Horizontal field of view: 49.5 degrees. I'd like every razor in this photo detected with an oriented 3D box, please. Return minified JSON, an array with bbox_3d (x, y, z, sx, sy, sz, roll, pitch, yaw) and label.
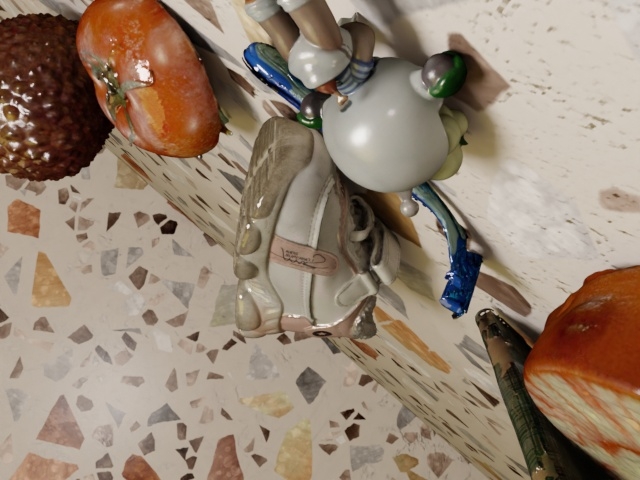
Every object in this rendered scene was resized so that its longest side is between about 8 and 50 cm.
[{"bbox_3d":[0.052,-0.073,0.663,0.324,0.093,0.056,47,128,-9],"label":"razor"}]

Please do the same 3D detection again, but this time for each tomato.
[{"bbox_3d":[-0.226,-0.199,0.867,0.237,0.095,0.236,45,156,26],"label":"tomato"}]

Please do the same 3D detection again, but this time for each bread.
[{"bbox_3d":[0.306,0.154,0.497,0.328,0.114,0.295,40,170,15],"label":"bread"}]

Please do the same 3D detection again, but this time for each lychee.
[{"bbox_3d":[-0.460,-0.234,1.139,0.304,0.275,0.275,3,167,-2],"label":"lychee"}]

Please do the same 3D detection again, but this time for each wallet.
[{"bbox_3d":[0.243,0.198,0.701,0.169,0.044,0.317,41,-163,-15],"label":"wallet"}]

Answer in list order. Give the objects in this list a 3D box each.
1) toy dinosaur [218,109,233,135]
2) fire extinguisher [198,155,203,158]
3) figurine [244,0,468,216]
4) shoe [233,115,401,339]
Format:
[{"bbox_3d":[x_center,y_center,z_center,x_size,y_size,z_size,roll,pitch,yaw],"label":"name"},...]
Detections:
[{"bbox_3d":[-0.163,-0.192,0.930,0.106,0.044,0.187,61,175,-19],"label":"toy dinosaur"},{"bbox_3d":[-0.216,-0.184,1.080,0.050,0.062,0.177,-4,163,11],"label":"fire extinguisher"},{"bbox_3d":[0.032,-0.109,0.488,0.147,0.093,0.197,-5,129,44],"label":"figurine"},{"bbox_3d":[0.000,-0.003,0.852,0.198,0.171,0.351,6,147,-3],"label":"shoe"}]
